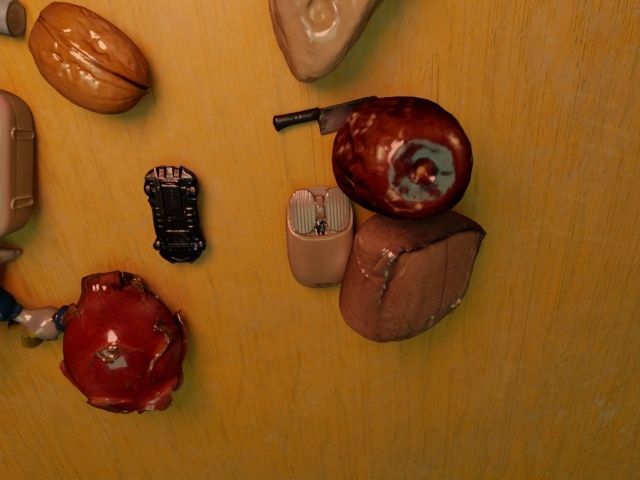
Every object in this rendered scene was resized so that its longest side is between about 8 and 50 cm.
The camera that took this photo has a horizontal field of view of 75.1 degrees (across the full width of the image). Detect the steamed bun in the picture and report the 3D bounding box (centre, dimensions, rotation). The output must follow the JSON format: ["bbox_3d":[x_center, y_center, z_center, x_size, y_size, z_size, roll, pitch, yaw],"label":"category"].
[{"bbox_3d":[0.168,0.045,0.849,0.301,0.199,0.252,-12,120,-35],"label":"steamed bun"}]

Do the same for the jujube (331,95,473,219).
[{"bbox_3d":[0.131,-0.136,0.696,0.222,0.318,0.223,-1,108,-2],"label":"jujube"}]

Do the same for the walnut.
[{"bbox_3d":[-0.368,-0.285,0.674,0.180,0.144,0.144,29,110,-23],"label":"walnut"}]

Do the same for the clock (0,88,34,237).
[{"bbox_3d":[-0.678,-0.146,0.702,0.323,0.108,0.265,8,102,-10],"label":"clock"}]

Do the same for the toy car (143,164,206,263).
[{"bbox_3d":[-0.286,-0.050,0.835,0.103,0.063,0.216,0,121,-5],"label":"toy car"}]

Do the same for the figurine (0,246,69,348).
[{"bbox_3d":[-0.657,0.155,0.832,0.338,0.204,0.284,22,86,-28],"label":"figurine"}]

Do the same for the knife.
[{"bbox_3d":[0.024,-0.236,0.803,0.230,0.028,0.060,-13,128,-3],"label":"knife"}]

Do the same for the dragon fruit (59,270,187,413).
[{"bbox_3d":[-0.405,0.222,0.869,0.250,0.250,0.315,7,98,-9],"label":"dragon fruit"}]

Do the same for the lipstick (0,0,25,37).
[{"bbox_3d":[-0.619,-0.385,0.640,0.273,0.061,0.068,12,116,-12],"label":"lipstick"}]

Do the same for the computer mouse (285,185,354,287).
[{"bbox_3d":[0.000,0.000,0.878,0.145,0.082,0.237,-2,117,-4],"label":"computer mouse"}]

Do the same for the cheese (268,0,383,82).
[{"bbox_3d":[0.022,-0.379,0.653,0.251,0.174,0.248,-3,115,-10],"label":"cheese"}]
